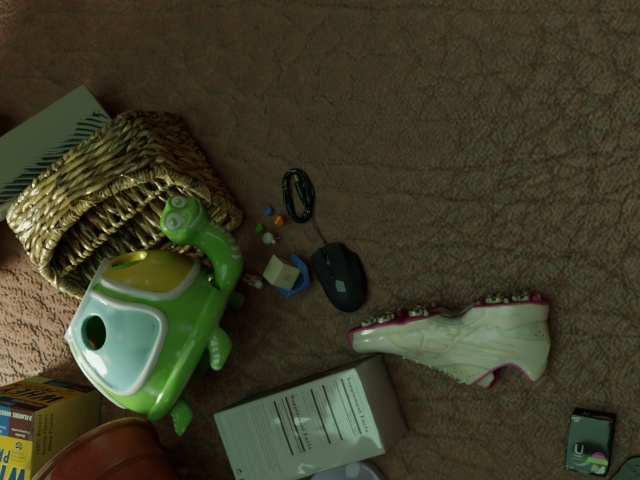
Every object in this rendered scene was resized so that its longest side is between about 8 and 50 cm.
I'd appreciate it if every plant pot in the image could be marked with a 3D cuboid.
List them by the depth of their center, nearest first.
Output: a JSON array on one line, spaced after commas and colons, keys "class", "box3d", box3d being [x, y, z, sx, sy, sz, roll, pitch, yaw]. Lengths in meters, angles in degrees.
[{"class": "plant pot", "box3d": [-0.276, 0.454, 1.773, 0.265, 0.272, 0.272, 42, 107, 28]}]

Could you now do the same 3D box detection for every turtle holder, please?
[{"class": "turtle holder", "box3d": [-0.244, 0.114, 1.784, 0.227, 0.243, 0.320, 27, 135, -7]}]

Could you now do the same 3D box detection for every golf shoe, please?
[{"class": "golf shoe", "box3d": [0.187, 0.156, 1.731, 0.306, 0.115, 0.140, -8, 94, 22]}]

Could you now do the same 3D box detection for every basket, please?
[{"class": "basket", "box3d": [-0.311, -0.033, 1.846, 0.299, 0.213, 0.223, -36, 81, 19]}]

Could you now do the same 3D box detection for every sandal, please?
[{"class": "sandal", "box3d": [0.412, 0.385, 1.699, 0.067, 0.040, 0.179, 37, 105, 14]}]

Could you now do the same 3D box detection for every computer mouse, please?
[{"class": "computer mouse", "box3d": [0.000, 0.000, 1.825, 0.071, 0.041, 0.242, -31, 83, 21]}]

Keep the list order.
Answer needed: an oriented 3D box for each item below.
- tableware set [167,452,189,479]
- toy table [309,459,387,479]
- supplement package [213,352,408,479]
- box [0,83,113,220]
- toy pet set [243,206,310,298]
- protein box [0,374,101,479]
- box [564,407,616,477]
[{"class": "tableware set", "box3d": [-0.300, 0.428, 1.972, 0.128, 0.039, 0.194, 36, 100, 27]}, {"class": "toy table", "box3d": [0.015, 0.476, 1.792, 0.252, 0.161, 0.274, 1, 93, 20]}, {"class": "supplement package", "box3d": [-0.012, 0.277, 1.798, 0.244, 0.139, 0.134, -21, 88, 19]}, {"class": "box", "box3d": [-0.460, -0.127, 1.876, 0.275, 0.113, 0.094, -37, 88, -15]}, {"class": "toy pet set", "box3d": [-0.062, 0.030, 1.853, 0.114, 0.065, 0.122, 42, 107, 49]}, {"class": "protein box", "box3d": [-0.474, 0.344, 1.941, 0.136, 0.201, 0.200, 7, 97, 20]}, {"class": "box", "box3d": [0.386, 0.288, 1.695, 0.062, 0.052, 0.083, 8, 96, 18]}]
